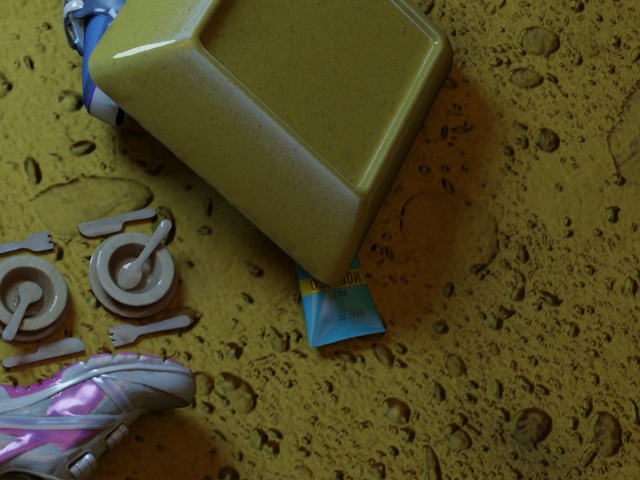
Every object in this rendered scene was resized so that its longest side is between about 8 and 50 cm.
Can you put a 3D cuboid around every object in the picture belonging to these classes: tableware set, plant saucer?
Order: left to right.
[{"bbox_3d":[-0.224,0.039,1.799,0.194,0.039,0.128,-13,72,-21],"label":"tableware set"},{"bbox_3d":[-0.017,-0.181,1.849,0.333,0.081,0.333,41,53,-19],"label":"plant saucer"}]

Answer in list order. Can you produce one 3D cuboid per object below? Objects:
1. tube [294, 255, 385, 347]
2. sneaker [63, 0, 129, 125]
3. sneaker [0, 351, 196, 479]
[{"bbox_3d":[0.000,0.000,1.881,0.080,0.052,0.207,-12,78,-16],"label":"tube"},{"bbox_3d":[-0.256,-0.282,1.885,0.236,0.130,0.322,16,68,-1],"label":"sneaker"},{"bbox_3d":[-0.228,0.175,1.716,0.252,0.103,0.111,-14,77,-15],"label":"sneaker"}]
